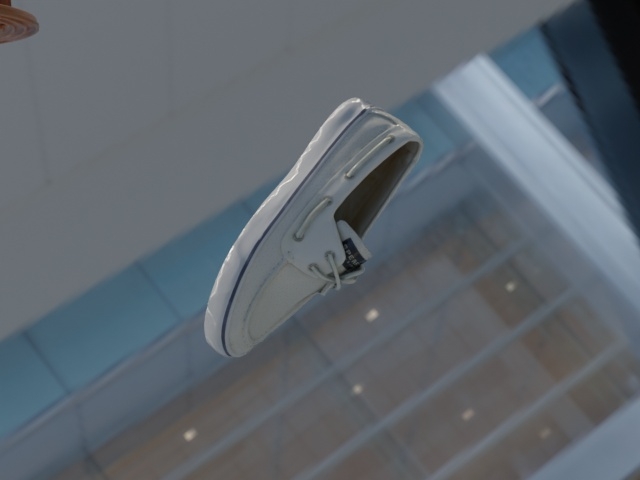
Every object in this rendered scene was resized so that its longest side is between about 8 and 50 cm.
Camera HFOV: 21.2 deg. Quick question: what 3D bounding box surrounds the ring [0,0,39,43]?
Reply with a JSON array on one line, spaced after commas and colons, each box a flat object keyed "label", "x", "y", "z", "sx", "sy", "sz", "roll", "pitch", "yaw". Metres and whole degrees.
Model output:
[{"label": "ring", "x": -0.384, "y": -0.173, "z": 1.299, "sx": 0.336, "sy": 0.032, "sz": 0.336, "roll": -1, "pitch": 1, "yaw": 0}]

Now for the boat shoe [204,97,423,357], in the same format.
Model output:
[{"label": "boat shoe", "x": 0.000, "y": 0.000, "z": 0.572, "sx": 0.100, "sy": 0.035, "sz": 0.035, "roll": -54, "pitch": -30, "yaw": -10}]
